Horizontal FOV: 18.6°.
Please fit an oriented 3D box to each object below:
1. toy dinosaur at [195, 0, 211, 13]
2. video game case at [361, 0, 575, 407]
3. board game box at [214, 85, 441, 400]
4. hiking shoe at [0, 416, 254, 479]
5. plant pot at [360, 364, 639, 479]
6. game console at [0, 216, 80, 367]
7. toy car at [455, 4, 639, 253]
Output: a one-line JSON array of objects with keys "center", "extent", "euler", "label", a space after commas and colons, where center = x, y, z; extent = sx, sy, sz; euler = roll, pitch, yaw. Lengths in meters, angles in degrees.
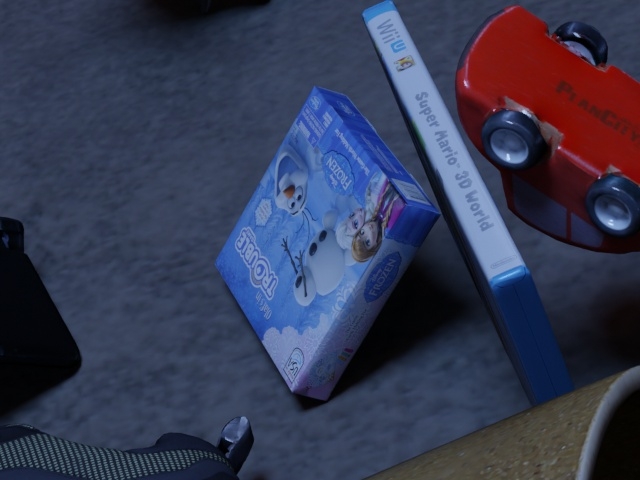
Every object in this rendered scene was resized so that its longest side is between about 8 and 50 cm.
[{"center": [-0.028, -0.216, 0.992], "extent": [0.295, 0.127, 0.200], "euler": [-23, 46, -25], "label": "toy dinosaur"}, {"center": [0.059, 0.002, 0.706], "extent": [0.015, 0.119, 0.166], "euler": [-24, 40, 2], "label": "video game case"}, {"center": [0.000, 0.000, 0.764], "extent": [0.020, 0.090, 0.090], "euler": [15, 25, -34], "label": "board game box"}, {"center": [-0.128, 0.120, 0.686], "extent": [0.226, 0.086, 0.114], "euler": [-9, 27, 1], "label": "hiking shoe"}, {"center": [-0.009, 0.174, 0.479], "extent": [0.254, 0.237, 0.237], "euler": [-16, 38, 23], "label": "plant pot"}, {"center": [-0.177, 0.022, 0.794], "extent": [0.107, 0.122, 0.071], "euler": [-13, 75, 38], "label": "game console"}, {"center": [0.158, 0.035, 0.653], "extent": [0.239, 0.053, 0.225], "euler": [7, 55, -16], "label": "toy car"}]
